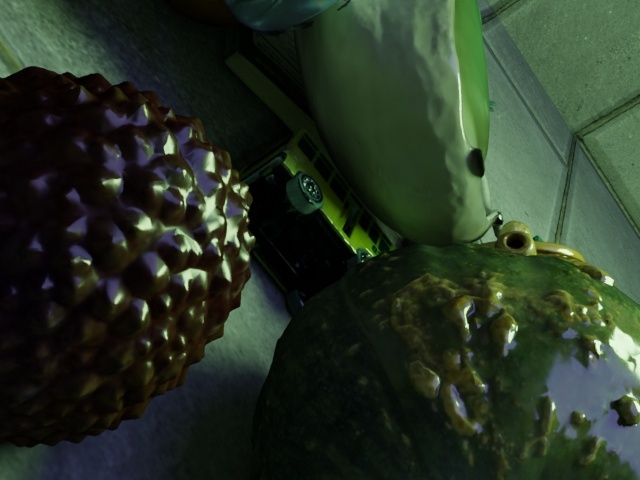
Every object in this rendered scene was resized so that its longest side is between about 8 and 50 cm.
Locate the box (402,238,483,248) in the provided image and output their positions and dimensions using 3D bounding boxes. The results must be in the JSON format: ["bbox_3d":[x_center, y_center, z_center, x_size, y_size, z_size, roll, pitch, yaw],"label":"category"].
[{"bbox_3d":[0.147,0.010,1.023,0.063,0.085,0.060,58,23,-13],"label":"box"}]

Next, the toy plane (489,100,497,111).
[{"bbox_3d":[0.153,-0.175,1.241,0.235,0.096,0.060,-2,59,-42],"label":"toy plane"}]

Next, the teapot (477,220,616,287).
[{"bbox_3d":[0.172,0.067,0.773,0.311,0.203,0.167,57,35,-69],"label":"teapot"}]

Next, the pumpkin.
[{"bbox_3d":[0.109,0.157,0.536,0.257,0.291,0.327,8,65,-85],"label":"pumpkin"}]

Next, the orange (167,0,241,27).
[{"bbox_3d":[-0.099,-0.288,0.847,0.159,0.136,0.159,46,26,-31],"label":"orange"}]

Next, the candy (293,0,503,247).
[{"bbox_3d":[0.082,-0.168,0.885,0.427,0.186,0.386,35,46,-73],"label":"candy"}]

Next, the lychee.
[{"bbox_3d":[-0.124,0.004,0.414,0.188,0.188,0.188,43,29,-30],"label":"lychee"}]

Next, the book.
[{"bbox_3d":[-0.031,-0.214,1.016,0.202,0.027,0.264,42,28,-33],"label":"book"}]

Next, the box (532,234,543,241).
[{"bbox_3d":[0.305,0.130,1.165,0.153,0.092,0.245,46,28,-26],"label":"box"}]

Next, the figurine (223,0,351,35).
[{"bbox_3d":[-0.140,-0.333,0.609,0.388,0.248,0.276,31,70,-45],"label":"figurine"}]

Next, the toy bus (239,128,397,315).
[{"bbox_3d":[0.000,0.000,0.752,0.175,0.088,0.101,51,27,-14],"label":"toy bus"}]
